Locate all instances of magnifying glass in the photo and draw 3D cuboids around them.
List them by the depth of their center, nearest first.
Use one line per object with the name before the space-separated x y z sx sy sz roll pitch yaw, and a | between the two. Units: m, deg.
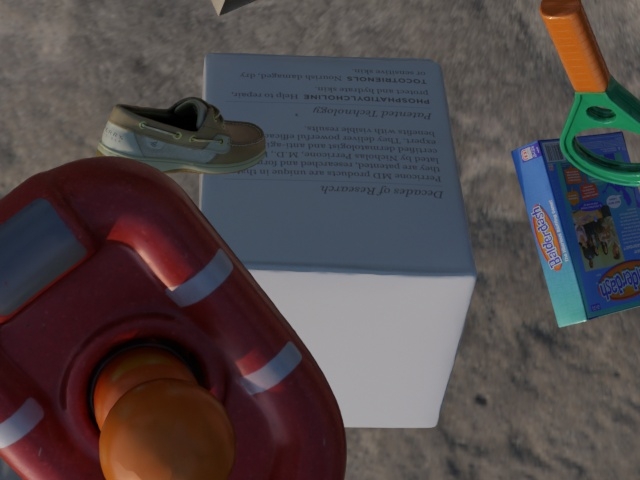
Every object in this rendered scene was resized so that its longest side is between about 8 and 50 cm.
magnifying glass | 0.209 -0.105 0.878 0.092 0.231 0.026 6 67 31

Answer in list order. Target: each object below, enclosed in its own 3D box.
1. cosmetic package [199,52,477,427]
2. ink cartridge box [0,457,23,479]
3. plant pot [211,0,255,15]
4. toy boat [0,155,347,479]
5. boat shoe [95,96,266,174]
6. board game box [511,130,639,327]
cosmetic package | 0.000 0.000 1.565 0.327 0.394 0.329 1 138 -5
ink cartridge box | -0.376 0.240 1.226 0.223 0.308 0.129 -26 143 23
plant pot | -0.104 -0.380 1.555 0.096 0.109 0.109 57 154 10
toy boat | -0.078 0.080 0.552 0.151 0.151 0.231 -39 113 -3
boat shoe | -0.087 -0.073 0.795 0.050 0.135 0.045 33 118 35
board game box | 0.315 -0.016 1.366 0.047 0.160 0.210 -23 79 50
